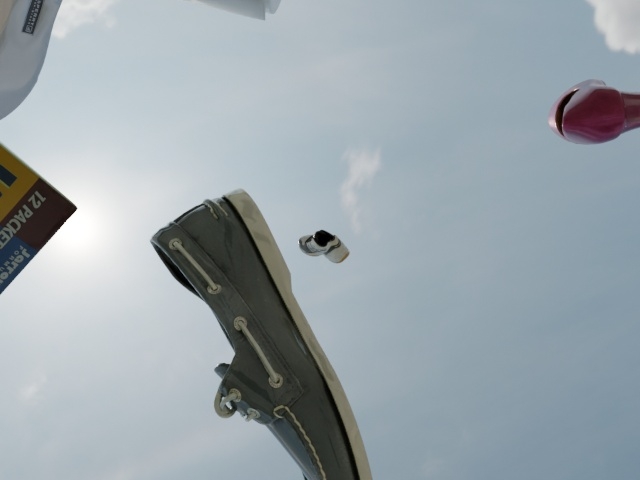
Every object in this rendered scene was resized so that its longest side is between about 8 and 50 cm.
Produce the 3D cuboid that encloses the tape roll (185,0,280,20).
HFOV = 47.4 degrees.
[{"bbox_3d":[-0.051,-0.309,0.507,0.100,0.286,0.286,13,-120,-4],"label":"tape roll"}]

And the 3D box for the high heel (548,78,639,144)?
[{"bbox_3d":[0.294,-0.144,0.865,0.117,0.244,0.082,-8,-76,-6],"label":"high heel"}]

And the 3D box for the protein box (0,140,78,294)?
[{"bbox_3d":[-0.332,-0.064,0.537,0.200,0.201,0.136,31,-102,39],"label":"protein box"}]

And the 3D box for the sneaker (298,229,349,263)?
[{"bbox_3d":[0.000,0.000,0.873,0.083,0.037,0.032,12,-127,48],"label":"sneaker"}]

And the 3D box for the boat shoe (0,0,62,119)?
[{"bbox_3d":[-0.462,-0.317,1.059,0.102,0.108,0.301,33,-75,28],"label":"boat shoe"}]

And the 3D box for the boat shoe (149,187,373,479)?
[{"bbox_3d":[-0.051,0.110,0.619,0.099,0.116,0.319,-20,-106,-18],"label":"boat shoe"}]
